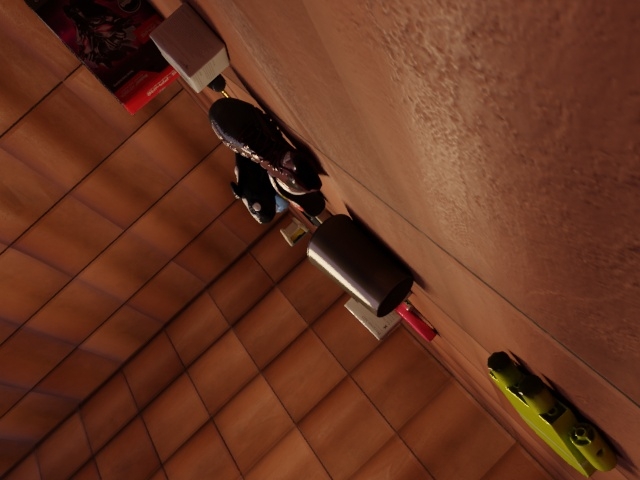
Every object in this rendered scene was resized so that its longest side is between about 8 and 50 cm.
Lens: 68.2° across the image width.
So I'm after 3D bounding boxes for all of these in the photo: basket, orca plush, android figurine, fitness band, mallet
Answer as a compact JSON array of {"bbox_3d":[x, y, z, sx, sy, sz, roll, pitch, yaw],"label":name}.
[{"bbox_3d":[0.101,0.067,1.158,0.227,0.154,0.204,41,173,29],"label":"basket"},{"bbox_3d":[-0.164,-0.195,1.319,0.151,0.102,0.287,17,-125,-38],"label":"orca plush"},{"bbox_3d":[0.409,0.316,0.853,0.273,0.056,0.248,48,177,-21],"label":"android figurine"},{"bbox_3d":[0.318,0.261,1.763,0.209,0.054,0.291,45,180,-40],"label":"fitness band"},{"bbox_3d":[-0.221,-0.354,1.216,0.190,0.039,0.062,42,179,-42],"label":"mallet"}]

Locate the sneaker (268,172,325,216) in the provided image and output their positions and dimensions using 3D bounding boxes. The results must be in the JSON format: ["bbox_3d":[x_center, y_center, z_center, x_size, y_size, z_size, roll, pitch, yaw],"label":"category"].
[{"bbox_3d":[-0.096,-0.172,1.299,0.145,0.090,0.270,42,178,38],"label":"sneaker"}]

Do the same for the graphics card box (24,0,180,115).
[{"bbox_3d":[-0.543,-0.546,1.233,0.371,0.233,0.094,47,173,-3],"label":"graphics card box"}]

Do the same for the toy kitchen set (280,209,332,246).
[{"bbox_3d":[0.000,0.000,1.550,0.207,0.166,0.122,46,177,36],"label":"toy kitchen set"}]

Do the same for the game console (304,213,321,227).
[{"bbox_3d":[-0.016,-0.084,1.988,0.361,0.044,0.213,47,178,27],"label":"game console"}]

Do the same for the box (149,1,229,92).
[{"bbox_3d":[-0.229,-0.339,0.843,0.102,0.087,0.101,48,178,-6],"label":"box"}]

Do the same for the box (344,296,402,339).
[{"bbox_3d":[0.201,0.267,1.756,0.181,0.119,0.182,44,180,16],"label":"box"}]

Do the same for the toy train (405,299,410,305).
[{"bbox_3d":[0.285,0.198,1.652,0.083,0.017,0.024,45,-173,35],"label":"toy train"}]

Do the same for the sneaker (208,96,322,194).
[{"bbox_3d":[-0.097,-0.196,0.979,0.281,0.106,0.162,36,177,-23],"label":"sneaker"}]

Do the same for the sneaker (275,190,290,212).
[{"bbox_3d":[-0.182,-0.169,1.966,0.069,0.082,0.209,29,-174,-24],"label":"sneaker"}]

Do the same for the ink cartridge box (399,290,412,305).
[{"bbox_3d":[0.199,0.124,1.411,0.099,0.056,0.135,47,178,-20],"label":"ink cartridge box"}]

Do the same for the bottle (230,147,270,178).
[{"bbox_3d":[-0.245,-0.315,1.525,0.118,0.092,0.283,46,178,44],"label":"bottle"}]
